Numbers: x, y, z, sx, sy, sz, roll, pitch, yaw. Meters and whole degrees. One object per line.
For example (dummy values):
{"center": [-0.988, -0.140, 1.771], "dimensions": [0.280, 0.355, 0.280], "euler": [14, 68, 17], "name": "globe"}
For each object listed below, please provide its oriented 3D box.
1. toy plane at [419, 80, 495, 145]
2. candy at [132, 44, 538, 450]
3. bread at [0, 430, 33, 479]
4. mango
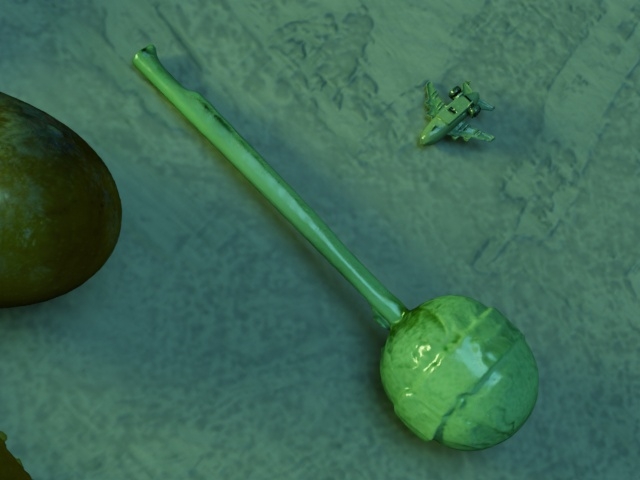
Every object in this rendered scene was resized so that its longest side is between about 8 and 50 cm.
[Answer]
{"center": [0.118, -0.111, 1.293], "dimensions": [0.080, 0.033, 0.083], "euler": [44, 61, 12], "name": "toy plane"}
{"center": [0.000, 0.000, 1.181], "dimensions": [0.440, 0.119, 0.119], "euler": [44, 61, 7], "name": "candy"}
{"center": [-0.302, 0.200, 0.925], "dimensions": [0.268, 0.145, 0.268], "euler": [10, 72, -35], "name": "bread"}
{"center": [-0.295, -0.045, 1.026], "dimensions": [0.316, 0.146, 0.193], "euler": [13, 24, -20], "name": "mango"}
